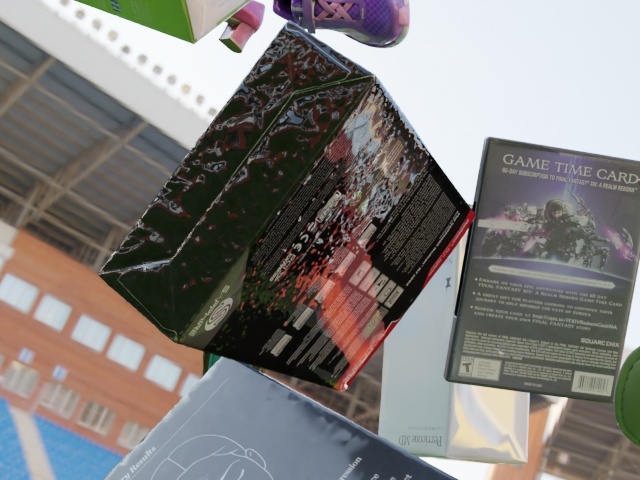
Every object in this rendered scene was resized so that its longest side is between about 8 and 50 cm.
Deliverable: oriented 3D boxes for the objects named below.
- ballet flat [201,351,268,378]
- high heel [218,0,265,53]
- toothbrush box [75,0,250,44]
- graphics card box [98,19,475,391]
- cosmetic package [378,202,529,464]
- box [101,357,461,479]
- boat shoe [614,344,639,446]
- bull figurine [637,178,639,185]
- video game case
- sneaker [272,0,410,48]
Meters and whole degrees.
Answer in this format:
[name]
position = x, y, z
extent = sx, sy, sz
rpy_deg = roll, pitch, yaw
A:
[ballet flat]
position = -0.106, 0.102, 1.333
extent = 0.116, 0.124, 0.342
rpy_deg = 8, -57, 2
[high heel]
position = -0.195, -0.473, 1.827
extent = 0.082, 0.117, 0.244
rpy_deg = 7, -26, 46
[toothbrush box]
position = -0.193, -0.366, 1.136
extent = 0.283, 0.206, 0.122
rpy_deg = 25, -35, 29
[graphics card box]
position = 0.000, 0.000, 0.820
extent = 0.094, 0.232, 0.371
rpy_deg = 38, 2, 23
[cosmetic package]
position = 0.215, 0.158, 1.534
extent = 0.156, 0.384, 0.217
rpy_deg = 13, -17, -24
[box]
position = -0.044, 0.348, 1.048
extent = 0.396, 0.293, 0.212
rpy_deg = 21, -32, 44
[boat shoe]
position = 0.275, 0.060, 0.668
extent = 0.081, 0.069, 0.227
rpy_deg = 32, -47, 20
[bull figurine]
position = 0.418, -0.063, 0.821
extent = 0.310, 0.188, 0.101
rpy_deg = -33, -77, 14
[video game case]
position = 0.255, 0.035, 1.070
extent = 0.196, 0.274, 0.026
rpy_deg = 8, 4, -6
[sneaker]
position = 0.019, -0.313, 1.298
extent = 0.105, 0.095, 0.236
rpy_deg = -13, 28, -38
